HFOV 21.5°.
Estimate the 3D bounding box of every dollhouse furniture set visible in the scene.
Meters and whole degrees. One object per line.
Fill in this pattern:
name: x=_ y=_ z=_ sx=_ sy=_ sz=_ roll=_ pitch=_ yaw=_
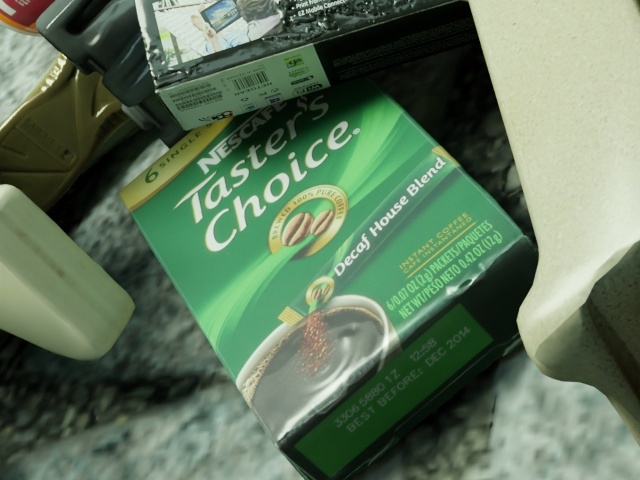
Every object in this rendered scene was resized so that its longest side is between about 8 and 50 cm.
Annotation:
dollhouse furniture set: x=0.130 y=-0.049 z=0.439 sx=0.151 sy=0.197 sz=0.301 roll=-25 pitch=39 yaw=15

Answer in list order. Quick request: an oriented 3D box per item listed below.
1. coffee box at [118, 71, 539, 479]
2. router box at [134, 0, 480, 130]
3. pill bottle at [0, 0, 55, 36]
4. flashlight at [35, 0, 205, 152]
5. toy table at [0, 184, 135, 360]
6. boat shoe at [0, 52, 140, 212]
coffee box: x=0.000 y=0.000 z=0.626 sx=0.113 sy=0.040 sz=0.184 roll=-39 pitch=37 yaw=2
router box: x=0.012 y=-0.132 z=0.640 sx=0.179 sy=0.046 sz=0.133 roll=-16 pitch=72 yaw=5
pill bottle: x=-0.113 y=-0.155 z=0.801 sx=0.086 sy=0.086 sz=0.152 roll=-60 pitch=19 yaw=-22
flashlight: x=0.024 y=-0.162 z=0.725 sx=0.103 sy=0.103 sz=0.304 roll=40 pitch=87 yaw=18
toy table: x=-0.204 y=-0.041 z=0.628 sx=0.161 sy=0.274 sz=0.252 roll=-13 pitch=50 yaw=50
boat shoe: x=-0.098 y=-0.071 z=0.775 sx=0.153 sy=0.056 sz=0.048 roll=-50 pitch=8 yaw=-2
